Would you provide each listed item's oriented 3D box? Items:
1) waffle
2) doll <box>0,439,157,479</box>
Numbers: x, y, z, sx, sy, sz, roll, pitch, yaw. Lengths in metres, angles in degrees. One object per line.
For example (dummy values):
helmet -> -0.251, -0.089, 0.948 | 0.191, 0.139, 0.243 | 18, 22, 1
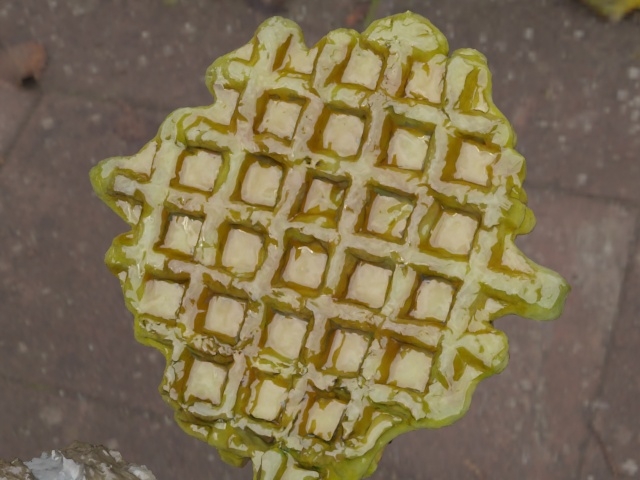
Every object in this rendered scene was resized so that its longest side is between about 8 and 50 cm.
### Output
waffle -> 0.000, 0.000, 0.764 | 0.237, 0.058, 0.243 | -29, 76, 16
doll -> -0.166, 0.143, 0.635 | 0.221, 0.115, 0.105 | 1, 95, -14
